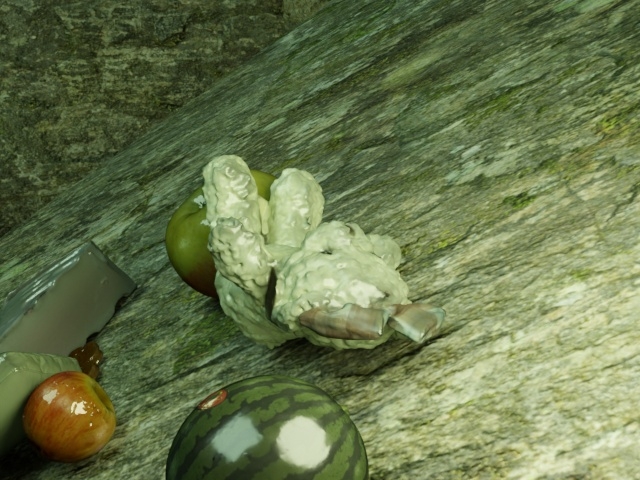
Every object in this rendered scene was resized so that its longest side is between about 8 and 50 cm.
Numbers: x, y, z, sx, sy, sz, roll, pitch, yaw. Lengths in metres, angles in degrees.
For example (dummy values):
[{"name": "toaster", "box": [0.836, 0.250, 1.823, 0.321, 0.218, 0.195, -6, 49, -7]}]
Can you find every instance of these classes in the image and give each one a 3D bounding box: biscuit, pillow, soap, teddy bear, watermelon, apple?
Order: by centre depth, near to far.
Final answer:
[{"name": "watermelon", "box": [-0.053, 0.243, 0.844, 0.212, 0.212, 0.212, -27, 25, 13]}, {"name": "teddy bear", "box": [0.000, 0.000, 1.141, 0.362, 0.327, 0.376, -33, 53, 53]}, {"name": "apple", "box": [-0.396, 0.279, 1.266, 0.146, 0.146, 0.146, -27, 25, 13]}, {"name": "pillow", "box": [-0.569, 0.302, 1.344, 0.322, 0.120, 0.255, -38, -15, 1]}, {"name": "apple", "box": [-0.151, -0.012, 1.459, 0.260, 0.194, 0.261, -30, 29, 18]}, {"name": "biscuit", "box": [-0.466, 0.258, 1.535, 0.124, 0.026, 0.175, -25, 26, 17]}, {"name": "soap", "box": [-0.514, 0.153, 1.644, 0.257, 0.159, 0.302, -32, 25, -4]}]
